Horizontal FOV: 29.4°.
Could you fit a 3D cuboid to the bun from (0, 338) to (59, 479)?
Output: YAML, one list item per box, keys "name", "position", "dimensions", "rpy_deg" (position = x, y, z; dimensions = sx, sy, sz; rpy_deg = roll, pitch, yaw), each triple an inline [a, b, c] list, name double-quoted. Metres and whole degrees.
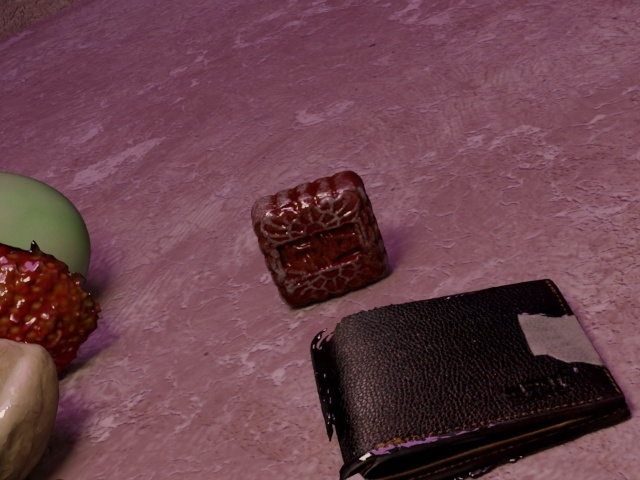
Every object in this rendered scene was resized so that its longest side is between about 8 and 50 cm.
- name: "bun"
  position: [-0.366, 0.210, 1.288]
  dimensions: [0.237, 0.116, 0.210]
  rpy_deg: [-43, 34, -9]

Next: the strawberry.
- name: "strawberry"
  position: [-0.421, 0.094, 1.397]
  dimensions: [0.306, 0.233, 0.137]
  rpy_deg: [-14, 18, 11]

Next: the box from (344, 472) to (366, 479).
- name: "box"
  position: [0.024, 0.287, 0.920]
  dimensions: [0.149, 0.067, 0.233]
  rpy_deg: [-29, 29, -13]

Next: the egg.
- name: "egg"
  position: [-0.427, 0.021, 1.559]
  dimensions: [0.270, 0.220, 0.220]
  rpy_deg: [-4, 30, 8]

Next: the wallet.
- name: "wallet"
  position: [0.128, 0.127, 1.139]
  dimensions: [0.262, 0.071, 0.221]
  rpy_deg: [-14, 27, 0]

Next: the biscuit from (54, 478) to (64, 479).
- name: "biscuit"
  position: [-0.321, 0.336, 1.114]
  dimensions: [0.274, 0.036, 0.187]
  rpy_deg: [-29, 28, -15]

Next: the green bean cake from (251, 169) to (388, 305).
- name: "green bean cake"
  position: [0.000, 0.000, 1.378]
  dimensions: [0.135, 0.135, 0.056]
  rpy_deg: [-17, 29, 5]
